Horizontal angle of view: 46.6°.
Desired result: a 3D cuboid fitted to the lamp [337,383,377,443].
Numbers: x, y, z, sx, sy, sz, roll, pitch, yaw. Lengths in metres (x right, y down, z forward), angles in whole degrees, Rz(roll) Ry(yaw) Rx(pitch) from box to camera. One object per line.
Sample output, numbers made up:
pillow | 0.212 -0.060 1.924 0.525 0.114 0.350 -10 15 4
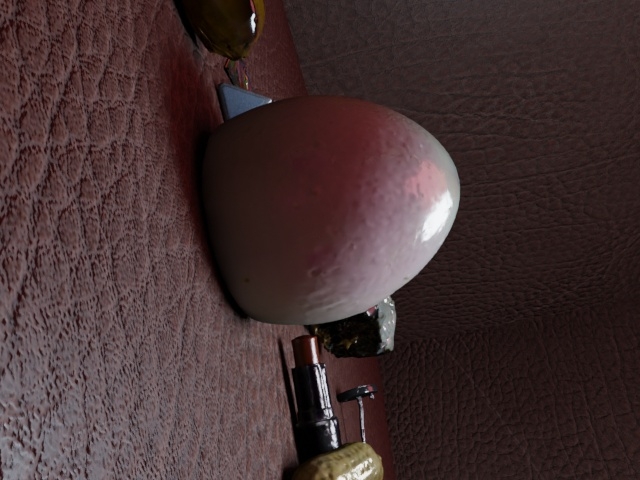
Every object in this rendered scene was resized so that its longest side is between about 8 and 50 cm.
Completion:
lamp | 0.088 0.563 1.977 0.130 0.109 0.370 96 0 -70

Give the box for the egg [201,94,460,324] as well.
egg | 0.041 -0.058 1.138 0.354 0.340 0.354 -11 90 -72

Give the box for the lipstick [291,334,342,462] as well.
lipstick | -0.008 0.323 1.364 0.081 0.081 0.299 43 36 -80

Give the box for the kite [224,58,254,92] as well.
kite | -0.159 -0.336 1.583 0.321 0.016 0.233 61 18 -70

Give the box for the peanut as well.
peanut | 0.031 0.403 1.243 0.236 0.110 0.120 -2 109 -60

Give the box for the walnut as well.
walnut | -0.158 -0.393 1.172 0.137 0.137 0.245 -95 162 -50

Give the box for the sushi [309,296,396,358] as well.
sushi | 0.053 0.141 1.778 0.234 0.208 0.348 -67 140 -59

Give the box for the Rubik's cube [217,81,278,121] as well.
Rubik's cube | -0.074 -0.158 1.408 0.233 0.228 0.228 -24 149 -49
